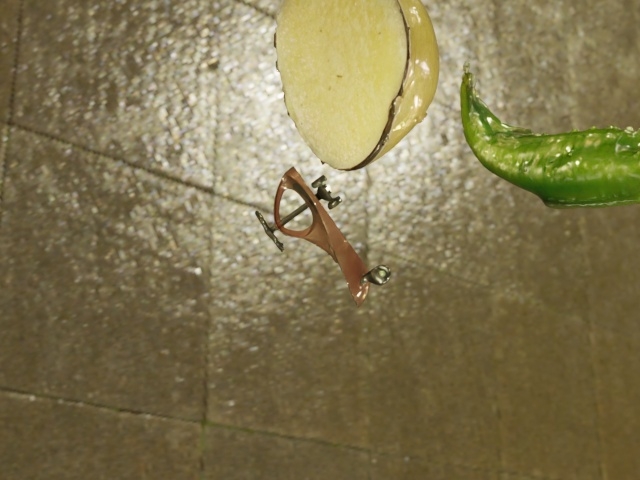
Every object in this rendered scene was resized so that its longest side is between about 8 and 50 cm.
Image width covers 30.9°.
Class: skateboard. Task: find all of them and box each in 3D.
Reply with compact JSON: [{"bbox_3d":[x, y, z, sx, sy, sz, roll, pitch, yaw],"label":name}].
[{"bbox_3d":[0.000,0.000,1.139,0.151,0.080,0.067,55,1,3],"label":"skateboard"}]

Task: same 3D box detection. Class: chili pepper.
[{"bbox_3d":[0.230,-0.057,0.654,0.076,0.359,0.085,-60,137,-31],"label":"chili pepper"}]

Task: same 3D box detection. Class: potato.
[{"bbox_3d":[0.054,-0.171,1.097,0.117,0.182,0.202,-4,61,-42],"label":"potato"}]
